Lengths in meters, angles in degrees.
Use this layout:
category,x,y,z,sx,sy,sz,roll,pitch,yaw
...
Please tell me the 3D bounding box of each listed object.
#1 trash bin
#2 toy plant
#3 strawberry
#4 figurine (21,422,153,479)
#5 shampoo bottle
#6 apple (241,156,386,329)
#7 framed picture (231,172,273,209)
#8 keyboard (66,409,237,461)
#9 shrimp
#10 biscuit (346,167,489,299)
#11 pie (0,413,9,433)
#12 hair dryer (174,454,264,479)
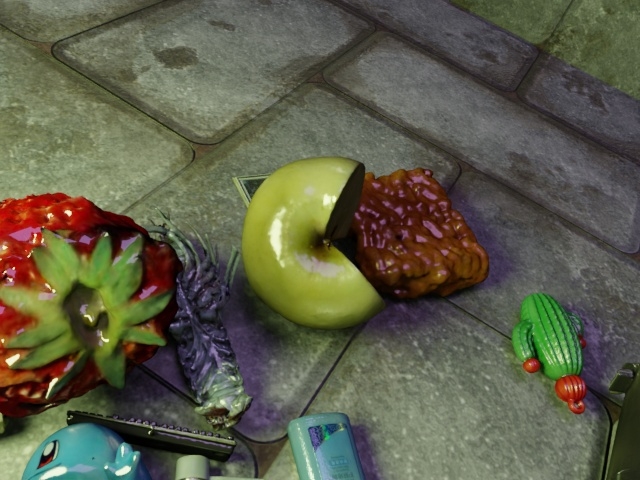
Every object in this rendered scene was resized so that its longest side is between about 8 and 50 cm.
category,x,y,z,sx,sy,sz,roll,pitch,yaw
trash bin,0.604,0.362,0.990,0.251,0.203,0.301,24,41,19
toy plant,0.449,0.209,1.156,0.154,0.088,0.240,26,48,0
strawberry,-0.354,0.075,0.762,0.291,0.309,0.292,2,86,-35
figurine,-0.223,0.383,0.630,0.416,0.298,0.243,47,15,20
shampoo bottle,0.028,0.378,0.843,0.103,0.061,0.259,1,48,-24
apple,-0.019,0.008,1.027,0.233,0.258,0.296,-7,90,-3
framed picture,-0.094,-0.082,1.269,0.141,0.011,0.183,-10,52,-29
keyboard,-0.232,0.270,0.817,0.230,0.094,0.025,14,56,-9
shrimp,-0.214,0.107,0.948,0.221,0.166,0.411,-21,71,-10
biscuit,0.183,-0.020,1.252,0.317,0.111,0.312,-6,53,-27
pie,-0.513,0.130,0.854,0.337,0.075,0.338,10,46,-11
hair dryer,-0.135,0.350,0.821,0.137,0.047,0.082,12,45,-22
